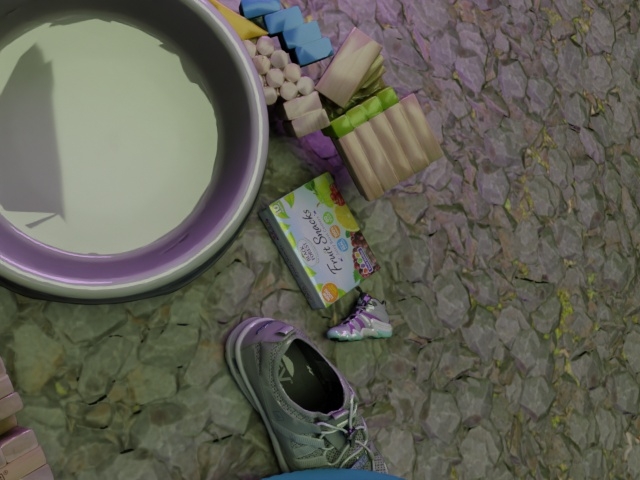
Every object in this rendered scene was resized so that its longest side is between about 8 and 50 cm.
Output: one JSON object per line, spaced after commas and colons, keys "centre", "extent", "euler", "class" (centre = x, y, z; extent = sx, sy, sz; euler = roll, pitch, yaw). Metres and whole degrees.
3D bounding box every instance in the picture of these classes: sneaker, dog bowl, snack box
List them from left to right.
{"centre": [-0.208, -0.101, 0.624], "extent": [0.349, 0.102, 0.348], "euler": [0, 90, -18], "class": "dog bowl"}
{"centre": [0.000, 0.000, 0.822], "extent": [0.100, 0.037, 0.141], "euler": [-34, 98, -30], "class": "snack box"}
{"centre": [0.001, 0.209, 0.737], "extent": [0.105, 0.115, 0.281], "euler": [-43, 103, -30], "class": "sneaker"}
{"centre": [0.046, 0.091, 0.836], "extent": [0.098, 0.038, 0.069], "euler": [2, 78, -40], "class": "sneaker"}

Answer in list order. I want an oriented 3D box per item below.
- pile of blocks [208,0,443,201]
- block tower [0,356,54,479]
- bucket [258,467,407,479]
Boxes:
{"centre": [-0.022, -0.192, 0.787], "extent": [0.362, 0.112, 0.149], "euler": [35, 91, -15], "class": "pile of blocks"}
{"centre": [-0.305, 0.161, 0.556], "extent": [0.091, 0.097, 0.335], "euler": [-27, 101, -45], "class": "block tower"}
{"centre": [0.002, 0.342, 0.605], "extent": [0.281, 0.281, 0.182], "euler": [-8, 94, -32], "class": "bucket"}
